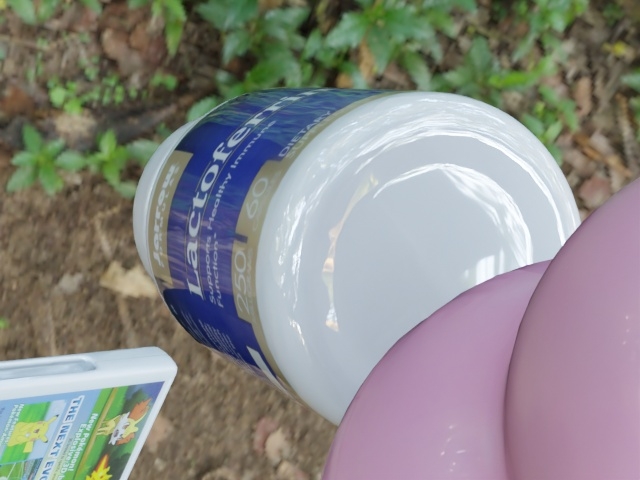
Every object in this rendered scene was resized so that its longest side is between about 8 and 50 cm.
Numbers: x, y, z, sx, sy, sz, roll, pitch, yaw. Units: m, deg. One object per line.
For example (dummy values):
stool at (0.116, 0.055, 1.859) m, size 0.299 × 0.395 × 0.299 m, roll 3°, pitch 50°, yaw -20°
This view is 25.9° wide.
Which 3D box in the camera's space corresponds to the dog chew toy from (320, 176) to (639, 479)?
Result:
dog chew toy at (0.129, 0.065, 0.399) m, size 0.206 × 0.332 × 0.207 m, roll 12°, pitch 56°, yaw -18°

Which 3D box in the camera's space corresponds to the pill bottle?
pill bottle at (0.000, 0.000, 0.695) m, size 0.153 × 0.264 × 0.153 m, roll -3°, pitch 97°, yaw -23°

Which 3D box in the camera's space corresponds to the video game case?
video game case at (-0.280, 0.226, 1.020) m, size 0.300 × 0.329 × 0.036 m, roll -1°, pitch 34°, yaw -49°
